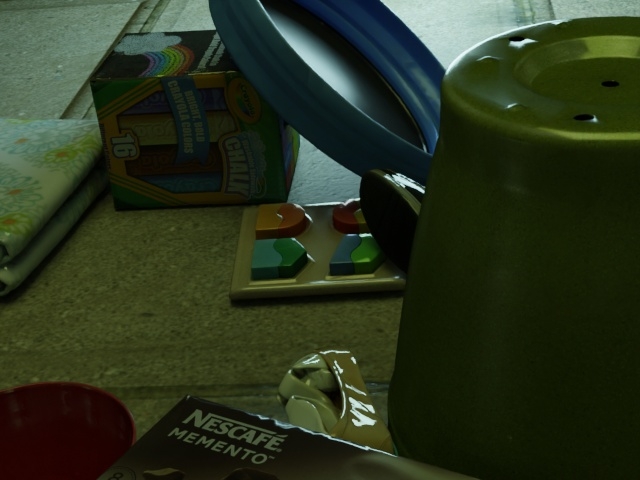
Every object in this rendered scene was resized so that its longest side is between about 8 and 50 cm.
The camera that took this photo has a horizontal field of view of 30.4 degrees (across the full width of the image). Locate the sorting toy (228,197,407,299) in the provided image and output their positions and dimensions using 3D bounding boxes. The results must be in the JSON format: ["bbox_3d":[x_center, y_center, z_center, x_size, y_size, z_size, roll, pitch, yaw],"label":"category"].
[{"bbox_3d":[0.000,0.000,1.320,0.193,0.038,0.208,-4,29,5],"label":"sorting toy"}]

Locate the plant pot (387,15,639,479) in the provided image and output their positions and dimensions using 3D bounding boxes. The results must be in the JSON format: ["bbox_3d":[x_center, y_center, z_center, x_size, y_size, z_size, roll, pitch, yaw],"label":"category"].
[{"bbox_3d":[0.215,0.030,0.899,0.366,0.353,0.366,-5,29,3],"label":"plant pot"}]

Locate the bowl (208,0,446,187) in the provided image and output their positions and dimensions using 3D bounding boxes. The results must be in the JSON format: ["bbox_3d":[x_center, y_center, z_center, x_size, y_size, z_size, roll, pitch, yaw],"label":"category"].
[{"bbox_3d":[0.030,-0.213,1.428,0.391,0.077,0.391,34,28,-21],"label":"bowl"}]

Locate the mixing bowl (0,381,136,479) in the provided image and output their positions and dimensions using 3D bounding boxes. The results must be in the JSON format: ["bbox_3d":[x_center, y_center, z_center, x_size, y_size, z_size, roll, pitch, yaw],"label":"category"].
[{"bbox_3d":[-0.229,0.204,0.933,0.181,0.098,0.181,-4,28,2],"label":"mixing bowl"}]

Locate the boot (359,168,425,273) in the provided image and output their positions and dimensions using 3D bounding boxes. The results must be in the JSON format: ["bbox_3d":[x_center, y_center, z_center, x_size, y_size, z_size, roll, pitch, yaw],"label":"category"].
[{"bbox_3d":[0.172,-0.015,1.245,0.178,0.085,0.236,-24,51,-33],"label":"boot"}]

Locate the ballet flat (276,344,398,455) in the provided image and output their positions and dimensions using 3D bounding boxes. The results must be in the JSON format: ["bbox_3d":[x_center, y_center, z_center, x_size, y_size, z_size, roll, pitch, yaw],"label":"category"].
[{"bbox_3d":[0.002,0.135,0.990,0.073,0.080,0.232,23,8,-19],"label":"ballet flat"}]

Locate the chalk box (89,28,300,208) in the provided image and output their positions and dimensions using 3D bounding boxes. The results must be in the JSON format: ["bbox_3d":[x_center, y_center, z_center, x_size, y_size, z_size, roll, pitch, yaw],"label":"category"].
[{"bbox_3d":[-0.118,-0.160,1.493,0.289,0.179,0.180,-1,28,8],"label":"chalk box"}]

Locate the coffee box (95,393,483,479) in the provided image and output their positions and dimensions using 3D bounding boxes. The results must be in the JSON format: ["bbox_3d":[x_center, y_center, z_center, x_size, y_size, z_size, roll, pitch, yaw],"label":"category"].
[{"bbox_3d":[-0.015,0.230,0.820,0.297,0.119,0.168,12,33,29],"label":"coffee box"}]

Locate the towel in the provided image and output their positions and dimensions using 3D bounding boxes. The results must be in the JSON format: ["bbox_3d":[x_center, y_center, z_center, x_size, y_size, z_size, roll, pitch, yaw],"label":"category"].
[{"bbox_3d":[-0.448,-0.054,1.462,0.320,0.090,0.374,4,30,12],"label":"towel"}]
